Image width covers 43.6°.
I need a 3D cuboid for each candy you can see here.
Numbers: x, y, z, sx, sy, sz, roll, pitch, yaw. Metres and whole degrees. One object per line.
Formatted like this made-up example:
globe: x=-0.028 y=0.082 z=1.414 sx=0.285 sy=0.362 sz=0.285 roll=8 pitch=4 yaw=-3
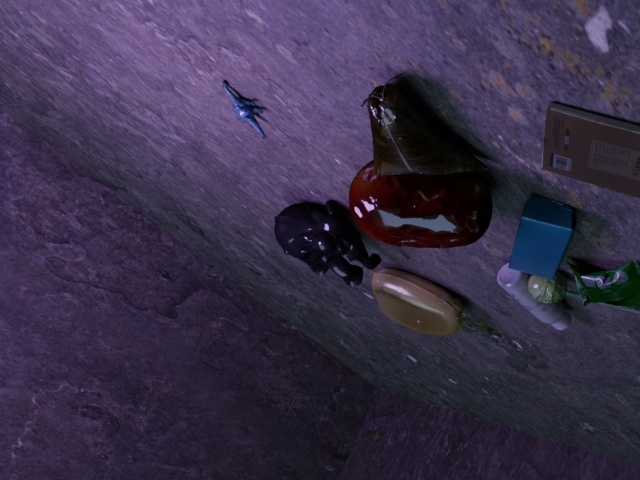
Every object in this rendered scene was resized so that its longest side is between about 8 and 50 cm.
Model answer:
candy: x=0.687 y=0.149 z=1.999 sx=0.336 sy=0.092 sz=0.093 roll=16 pitch=121 yaw=10
candy: x=0.683 y=0.108 z=1.870 sx=0.141 sy=0.078 sz=0.203 roll=38 pitch=154 yaw=-32

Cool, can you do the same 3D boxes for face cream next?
face cream: x=0.579 y=0.155 z=2.137 sx=0.269 sy=0.082 sz=0.082 roll=37 pitch=160 yaw=-30

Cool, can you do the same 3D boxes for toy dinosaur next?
toy dinosaur: x=-0.181 y=-0.318 z=1.969 sx=0.080 sy=0.045 sz=0.197 roll=27 pitch=160 yaw=48

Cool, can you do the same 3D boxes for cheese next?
cheese: x=0.322 y=0.208 z=2.576 sx=0.316 sy=0.128 sz=0.259 roll=17 pitch=157 yaw=24

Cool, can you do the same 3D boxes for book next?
book: x=0.555 y=-0.143 z=1.440 sx=0.311 sy=0.021 sz=0.217 roll=20 pitch=160 yaw=21

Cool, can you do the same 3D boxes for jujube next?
jujube: x=0.219 y=-0.084 z=1.793 sx=0.318 sy=0.223 sz=0.223 roll=11 pitch=156 yaw=32

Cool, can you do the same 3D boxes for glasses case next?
glasses case: x=0.507 y=-0.002 z=1.834 sx=0.117 sy=0.070 sz=0.301 roll=16 pitch=158 yaw=13

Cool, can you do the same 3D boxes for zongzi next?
zongzi: x=0.217 y=-0.224 z=1.607 sx=0.241 sy=0.111 sz=0.247 roll=3 pitch=150 yaw=13

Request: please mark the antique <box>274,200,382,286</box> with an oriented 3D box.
antique: x=0.000 y=0.000 z=2.364 sx=0.322 sy=0.185 sz=0.255 roll=18 pitch=162 yaw=37
